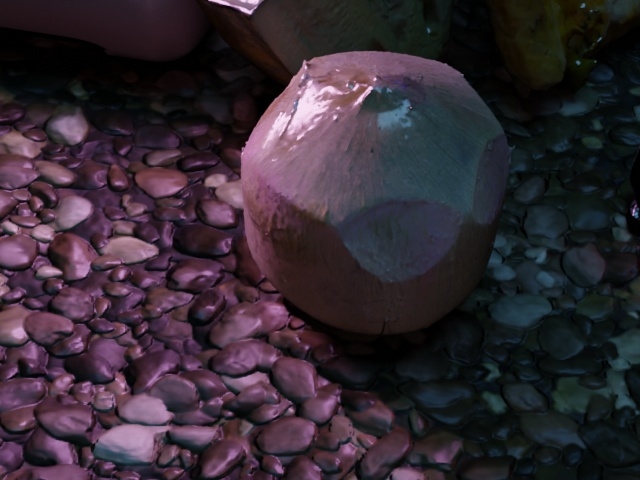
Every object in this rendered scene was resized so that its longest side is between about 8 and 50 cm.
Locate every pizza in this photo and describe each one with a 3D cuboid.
[{"bbox_3d":[0.251,-0.326,1.557,0.080,0.435,0.392,-7,48,50],"label":"pizza"}]

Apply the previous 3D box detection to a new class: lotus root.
[{"bbox_3d":[0.019,-0.255,1.482,0.149,0.260,0.267,25,76,35],"label":"lotus root"}]

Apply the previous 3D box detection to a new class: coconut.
[{"bbox_3d":[0.047,-0.050,1.288,0.227,0.230,0.227,4,46,-4],"label":"coconut"}]

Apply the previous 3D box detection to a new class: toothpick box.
[{"bbox_3d":[-0.220,-0.296,1.518,0.316,0.229,0.229,10,44,4],"label":"toothpick box"}]

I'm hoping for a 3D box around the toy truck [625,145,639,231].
[{"bbox_3d":[0.354,-0.001,1.364,0.125,0.101,0.242,0,47,-12],"label":"toy truck"}]
